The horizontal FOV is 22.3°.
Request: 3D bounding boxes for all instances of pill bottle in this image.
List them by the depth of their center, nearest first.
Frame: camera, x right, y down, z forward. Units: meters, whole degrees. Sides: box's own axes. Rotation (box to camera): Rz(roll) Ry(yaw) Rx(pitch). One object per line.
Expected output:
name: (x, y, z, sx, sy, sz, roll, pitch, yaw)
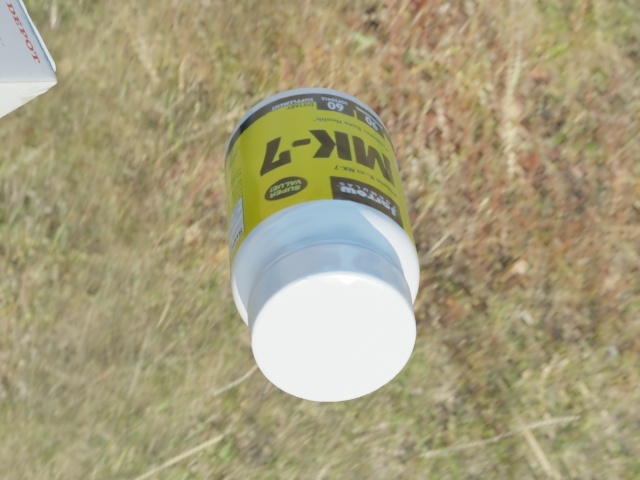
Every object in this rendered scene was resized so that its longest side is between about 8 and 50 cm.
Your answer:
pill bottle: (0.000, 0.000, 1.041, 0.119, 0.119, 0.208, 11, 33, -13)

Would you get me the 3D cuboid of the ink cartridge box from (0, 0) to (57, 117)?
ink cartridge box: (-0.290, -0.154, 1.159, 0.082, 0.190, 0.140, -29, 86, 19)
